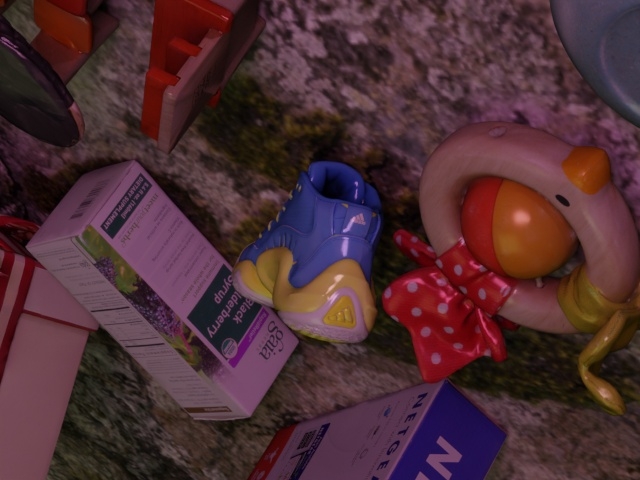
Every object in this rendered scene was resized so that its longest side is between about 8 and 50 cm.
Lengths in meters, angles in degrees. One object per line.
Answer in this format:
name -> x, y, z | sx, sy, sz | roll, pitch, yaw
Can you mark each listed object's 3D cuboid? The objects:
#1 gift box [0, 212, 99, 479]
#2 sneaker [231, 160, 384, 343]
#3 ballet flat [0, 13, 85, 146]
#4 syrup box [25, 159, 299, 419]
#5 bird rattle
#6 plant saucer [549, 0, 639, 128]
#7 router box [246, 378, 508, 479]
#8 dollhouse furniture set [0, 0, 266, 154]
gift box -> -0.347, 0.091, 1.431 | 0.276, 0.258, 0.255 | 11, 174, 41
sneaker -> 0.000, 0.000, 1.205 | 0.091, 0.126, 0.240 | 14, -176, -20
ballet flat -> -0.218, -0.133, 1.044 | 0.057, 0.049, 0.173 | -34, 105, 34
syrup box -> -0.136, 0.049, 1.379 | 0.096, 0.093, 0.237 | -10, 128, 50
bird rattle -> 0.144, 0.005, 1.069 | 0.253, 0.143, 0.207 | 21, 138, 46
plant saucer -> 0.212, -0.106, 0.881 | 0.195, 0.037, 0.195 | 24, 149, 16
router box -> -0.017, 0.295, 1.381 | 0.082, 0.335, 0.301 | 42, 148, -14
dollhouse furniture set -> -0.172, -0.184, 1.039 | 0.259, 0.135, 0.262 | 30, 150, 8
